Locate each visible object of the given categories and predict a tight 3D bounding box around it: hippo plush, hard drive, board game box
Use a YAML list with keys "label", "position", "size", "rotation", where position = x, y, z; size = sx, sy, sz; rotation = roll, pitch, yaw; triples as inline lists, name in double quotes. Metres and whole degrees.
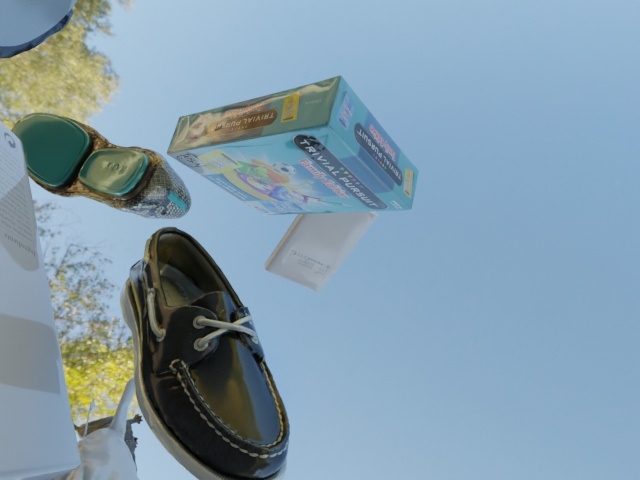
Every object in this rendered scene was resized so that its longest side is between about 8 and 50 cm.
- label: "hippo plush"
  position: [-0.324, 0.428, 0.666]
  size: [0.234, 0.236, 0.294]
  rotation: [-31, -154, 21]
- label: "hard drive"
  position: [0.000, 0.000, 1.338]
  size: [0.319, 0.210, 0.040]
  rotation: [-54, -152, 20]
- label: "board game box"
  position: [-0.046, -0.129, 0.732]
  size: [0.336, 0.253, 0.079]
  rotation: [1, -110, 37]

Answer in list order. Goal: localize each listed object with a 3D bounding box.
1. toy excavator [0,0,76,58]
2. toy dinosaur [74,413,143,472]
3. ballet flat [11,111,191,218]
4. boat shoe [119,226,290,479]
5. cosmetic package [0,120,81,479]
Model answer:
- label: "toy excavator"
  position: [-0.386, -0.058, 0.189]
  size: [0.445, 0.222, 0.433]
  rotation: [-37, -160, 23]
- label: "toy dinosaur"
  position: [-0.665, 0.598, 1.368]
  size: [0.313, 0.160, 0.121]
  rotation: [23, -94, 13]
- label: "ballet flat"
  position: [-0.456, -0.136, 0.919]
  size: [0.482, 0.182, 0.164]
  rotation: [20, -105, 29]
- label: "boat shoe"
  position: [-0.114, 0.084, 0.409]
  size: [0.302, 0.114, 0.091]
  rotation: [38, -73, 41]
- label: "cosmetic package"
  position: [-0.436, 0.055, 0.449]
  size: [0.230, 0.161, 0.453]
  rotation: [-22, -112, -9]
